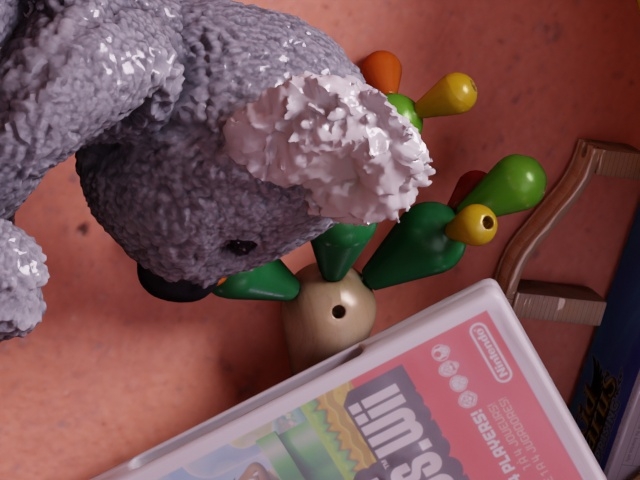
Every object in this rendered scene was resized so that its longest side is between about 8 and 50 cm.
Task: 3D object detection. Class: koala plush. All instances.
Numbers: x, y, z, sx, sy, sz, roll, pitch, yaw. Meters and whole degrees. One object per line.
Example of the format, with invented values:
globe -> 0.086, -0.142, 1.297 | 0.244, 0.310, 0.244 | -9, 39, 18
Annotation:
koala plush -> -0.074, -0.053, 0.800 | 0.221, 0.196, 0.203 | 9, 95, -14

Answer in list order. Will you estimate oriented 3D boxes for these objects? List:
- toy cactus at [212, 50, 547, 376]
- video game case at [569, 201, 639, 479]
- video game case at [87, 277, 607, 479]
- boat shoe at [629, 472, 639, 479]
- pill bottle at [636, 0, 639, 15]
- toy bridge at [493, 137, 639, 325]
toy cactus -> 0.000, 0.000, 0.989 | 0.219, 0.112, 0.180 | -14, 135, -21
video game case -> 0.264, 0.111, 1.158 | 0.244, 0.061, 0.270 | 9, 108, -25
video game case -> 0.011, 0.168, 1.021 | 0.285, 0.025, 0.204 | -27, 108, 9
boat shoe -> 0.240, 0.160, 1.080 | 0.285, 0.089, 0.104 | -45, 121, 1
pill bottle -> 0.263, -0.071, 0.965 | 0.188, 0.188, 0.334 | -18, 103, -16
toy bridge -> 0.126, 0.034, 1.085 | 0.063, 0.026, 0.188 | 6, 109, -23
